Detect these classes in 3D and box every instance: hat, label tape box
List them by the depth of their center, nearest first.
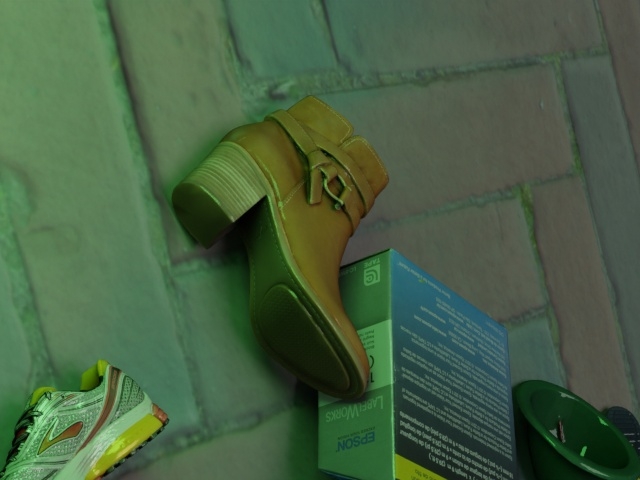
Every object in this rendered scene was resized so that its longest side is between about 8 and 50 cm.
[{"bbox_3d":[0.106,0.210,1.490,0.241,0.106,0.333,34,45,-43],"label":"label tape box"},{"bbox_3d":[0.287,0.309,1.798,0.208,0.183,0.173,41,25,21],"label":"hat"}]

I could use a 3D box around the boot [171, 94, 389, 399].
[{"bbox_3d":[0.000,0.000,1.443,0.283,0.109,0.220,50,47,0],"label":"boot"}]

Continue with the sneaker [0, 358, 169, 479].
[{"bbox_3d":[-0.229,0.177,1.175,0.092,0.088,0.225,52,42,1],"label":"sneaker"}]

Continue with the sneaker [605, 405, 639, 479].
[{"bbox_3d":[0.406,0.293,1.927,0.053,0.059,0.144,6,56,-18],"label":"sneaker"}]
